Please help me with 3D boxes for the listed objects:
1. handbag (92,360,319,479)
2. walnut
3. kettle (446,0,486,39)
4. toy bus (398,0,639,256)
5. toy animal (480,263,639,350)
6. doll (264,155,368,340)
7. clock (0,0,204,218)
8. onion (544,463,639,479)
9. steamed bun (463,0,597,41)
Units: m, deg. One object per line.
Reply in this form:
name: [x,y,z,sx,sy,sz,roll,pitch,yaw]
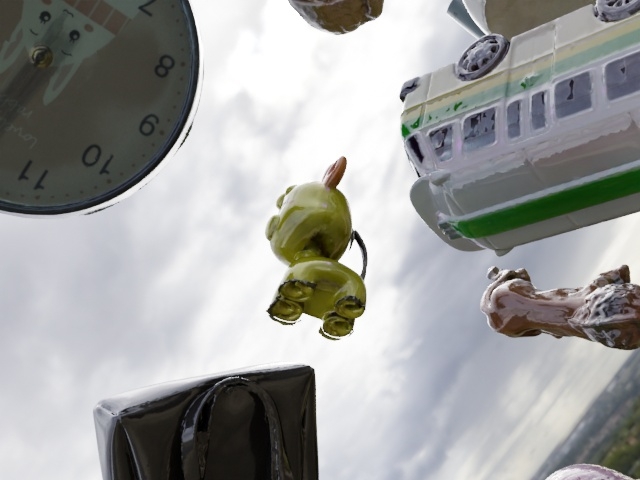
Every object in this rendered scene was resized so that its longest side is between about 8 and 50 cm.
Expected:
handbag: [-0.127,0.291,1.211,0.285,0.113,0.257,-9,-83,-30]
walnut: [0.011,-0.519,2.069,0.141,0.238,0.204,-53,-3,-16]
kettle: [0.376,-0.400,1.855,0.160,0.243,0.210,-43,-5,-9]
toy bus: [0.217,-0.098,0.863,0.143,0.305,0.179,43,-135,-34]
toy animal: [0.296,0.080,1.163,0.157,0.312,0.097,-3,-88,-46]
doll: [0.000,0.000,1.161,0.143,0.135,0.221,115,166,-45]
clock: [-0.324,-0.214,1.130,0.386,0.386,0.076,-52,9,-3]
onion: [0.509,0.487,1.546,0.345,0.358,0.358,-38,-21,-15]
steamed bun: [0.363,-0.437,1.477,0.324,0.324,0.206,103,166,-52]
